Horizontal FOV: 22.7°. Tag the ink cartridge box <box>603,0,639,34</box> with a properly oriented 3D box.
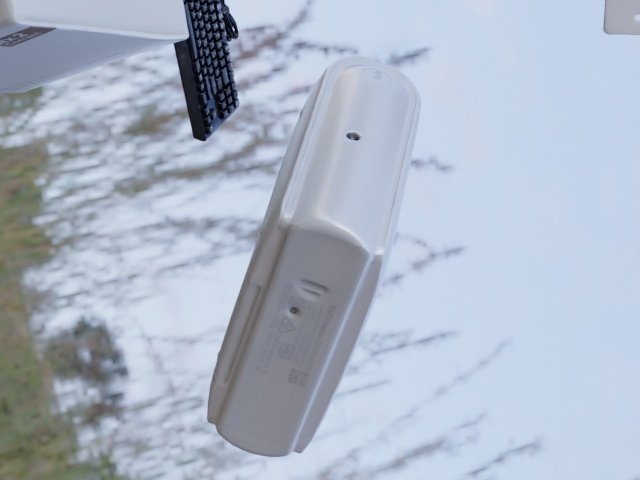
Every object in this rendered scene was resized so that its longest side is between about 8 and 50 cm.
[{"bbox_3d":[0.345,-0.293,1.639,0.060,0.104,0.180,21,72,-76],"label":"ink cartridge box"}]

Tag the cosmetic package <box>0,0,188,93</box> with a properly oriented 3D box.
[{"bbox_3d":[-0.193,-0.192,0.943,0.151,0.151,0.184,-12,-94,35],"label":"cosmetic package"}]

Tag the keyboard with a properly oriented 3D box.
[{"bbox_3d":[-0.102,-0.192,1.457,0.023,0.108,0.180,6,-54,21],"label":"keyboard"}]

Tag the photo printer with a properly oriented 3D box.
[{"bbox_3d":[0.000,0.000,1.388,0.307,0.107,0.256,-75,-176,-55],"label":"photo printer"}]
